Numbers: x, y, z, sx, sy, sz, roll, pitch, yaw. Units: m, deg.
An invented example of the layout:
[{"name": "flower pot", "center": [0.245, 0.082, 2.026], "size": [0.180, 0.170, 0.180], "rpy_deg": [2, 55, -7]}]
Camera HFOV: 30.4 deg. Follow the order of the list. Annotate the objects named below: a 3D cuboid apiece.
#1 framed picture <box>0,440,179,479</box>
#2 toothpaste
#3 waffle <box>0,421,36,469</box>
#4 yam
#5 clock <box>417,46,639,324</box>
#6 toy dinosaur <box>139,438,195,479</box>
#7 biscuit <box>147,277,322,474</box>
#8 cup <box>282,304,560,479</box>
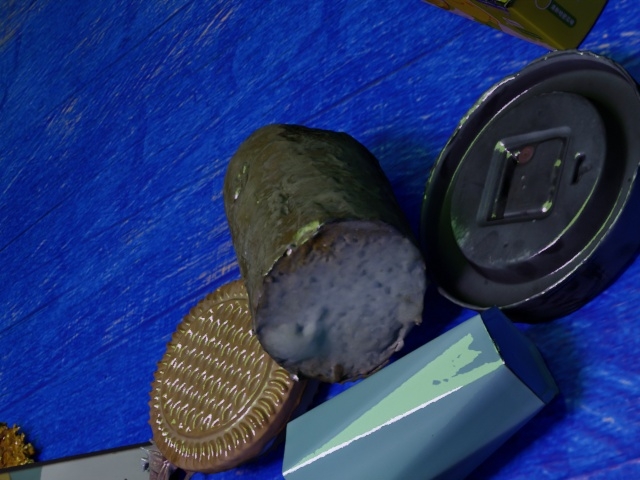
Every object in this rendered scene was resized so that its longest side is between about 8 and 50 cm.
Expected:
[{"name": "framed picture", "center": [-0.327, 0.376, 1.451], "size": [0.323, 0.013, 0.244], "rpy_deg": [-13, 50, 16]}, {"name": "toothpaste", "center": [0.175, -0.297, 1.319], "size": [0.077, 0.110, 0.327], "rpy_deg": [-59, 33, 6]}, {"name": "waffle", "center": [-0.502, 0.369, 1.773], "size": [0.193, 0.070, 0.197], "rpy_deg": [19, 82, 57]}, {"name": "yam", "center": [0.000, 0.000, 1.235], "size": [0.195, 0.195, 0.300], "rpy_deg": [-51, 25, 16]}, {"name": "clock", "center": [0.212, -0.052, 1.139], "size": [0.280, 0.055, 0.281], "rpy_deg": [-33, 42, 36]}, {"name": "toy dinosaur", "center": [-0.179, 0.266, 1.424], "size": [0.108, 0.032, 0.220], "rpy_deg": [1, 53, 41]}, {"name": "biscuit", "center": [-0.096, 0.151, 1.363], "size": [0.259, 0.079, 0.259], "rpy_deg": [-26, 45, 30]}, {"name": "cup", "center": [0.090, 0.164, 1.071], "size": [0.235, 0.148, 0.134], "rpy_deg": [-42, 51, 22]}]
